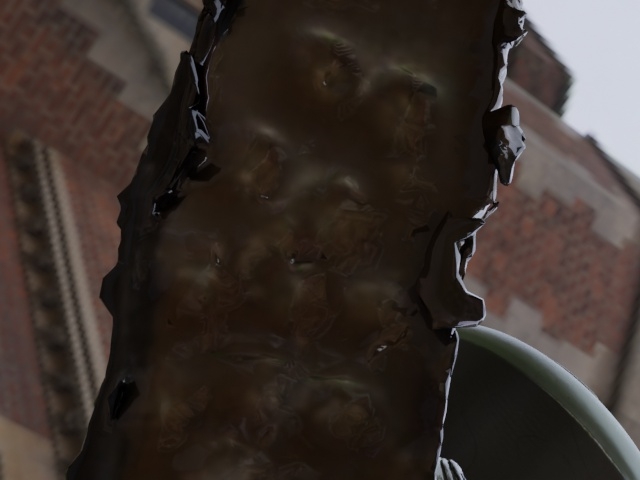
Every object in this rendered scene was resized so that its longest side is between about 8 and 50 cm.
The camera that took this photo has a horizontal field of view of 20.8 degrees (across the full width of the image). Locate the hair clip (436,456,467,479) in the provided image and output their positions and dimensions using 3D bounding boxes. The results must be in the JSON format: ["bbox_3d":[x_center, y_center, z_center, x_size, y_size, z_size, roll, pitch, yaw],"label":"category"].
[{"bbox_3d":[0.052,0.171,0.658,0.116,0.049,0.172,95,-10,-66],"label":"hair clip"}]

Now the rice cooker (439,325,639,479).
[{"bbox_3d":[0.079,0.231,1.236,0.277,0.288,0.288,-41,-158,-25],"label":"rice cooker"}]

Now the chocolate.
[{"bbox_3d":[-0.003,0.001,0.476,0.065,0.102,0.329,103,0,-76],"label":"chocolate"}]
